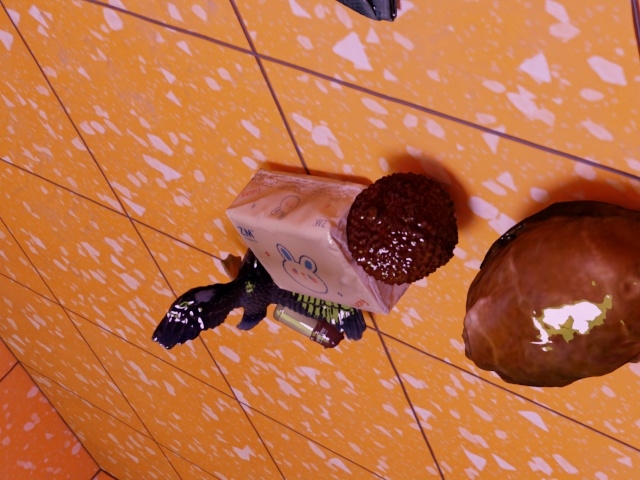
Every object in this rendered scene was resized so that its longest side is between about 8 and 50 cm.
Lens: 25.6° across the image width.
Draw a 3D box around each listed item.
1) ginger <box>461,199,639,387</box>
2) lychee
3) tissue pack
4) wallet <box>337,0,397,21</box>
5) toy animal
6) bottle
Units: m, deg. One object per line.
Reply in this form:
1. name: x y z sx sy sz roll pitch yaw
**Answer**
1. ginger: 0.215 0.058 1.337 0.321 0.172 0.165 143 119 -70
2. lychee: 0.087 -0.013 1.467 0.123 0.129 0.123 5 99 32
3. tissue pack: 0.000 0.000 1.650 0.196 0.092 0.148 13 145 49
4. wallet: 0.011 -0.248 1.268 0.129 0.026 0.088 30 155 25
5. toy animal: -0.098 0.047 1.858 0.160 0.272 0.197 -169 72 -78
6. bottle: -0.012 0.112 1.940 0.101 0.047 0.063 31 -177 11
